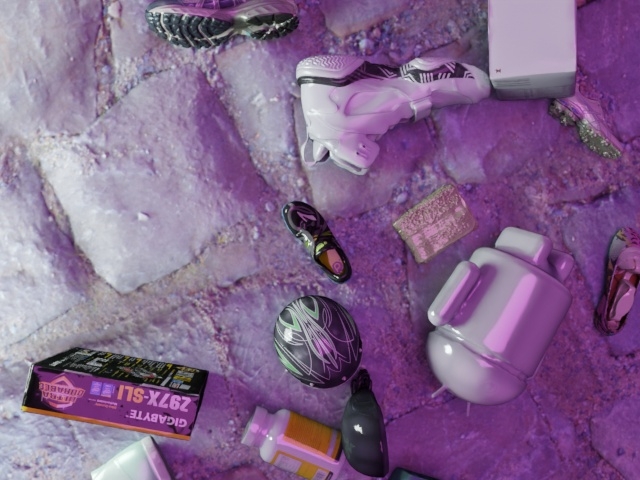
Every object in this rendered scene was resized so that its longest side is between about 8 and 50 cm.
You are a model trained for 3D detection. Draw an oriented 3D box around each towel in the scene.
[{"bbox_3d":[0.225,-0.033,1.524,0.148,0.027,0.110,-33,91,-5],"label":"towel"}]

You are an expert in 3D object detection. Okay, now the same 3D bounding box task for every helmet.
[{"bbox_3d":[-0.005,0.183,1.429,0.169,0.161,0.169,0,89,-5],"label":"helmet"}]

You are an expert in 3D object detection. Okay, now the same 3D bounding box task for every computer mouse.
[{"bbox_3d":[0.070,0.339,1.379,0.072,0.272,0.188,-5,90,-2],"label":"computer mouse"}]

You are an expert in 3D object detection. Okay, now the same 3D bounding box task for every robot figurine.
[{"bbox_3d":[0.325,0.153,1.443,0.300,0.200,0.353,33,85,-28],"label":"robot figurine"}]

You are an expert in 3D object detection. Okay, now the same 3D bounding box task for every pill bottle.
[{"bbox_3d":[-0.048,0.374,1.450,0.184,0.103,0.103,24,86,-4],"label":"pill bottle"}]

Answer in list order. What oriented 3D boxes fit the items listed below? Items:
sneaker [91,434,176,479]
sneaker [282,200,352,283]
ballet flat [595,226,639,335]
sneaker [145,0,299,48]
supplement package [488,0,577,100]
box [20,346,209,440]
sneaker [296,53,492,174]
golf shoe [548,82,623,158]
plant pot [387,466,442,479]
[{"bbox_3d":[-0.319,0.503,1.423,0.151,0.094,0.256,-27,81,-11],"label":"sneaker"},{"bbox_3d":[0.000,0.000,1.476,0.067,0.078,0.188,-37,91,-5],"label":"sneaker"},{"bbox_3d":[0.595,0.081,1.531,0.077,0.079,0.221,17,87,-4],"label":"ballet flat"},{"bbox_3d":[-0.186,-0.441,1.473,0.283,0.110,0.122,-4,71,-8],"label":"sneaker"},{"bbox_3d":[0.393,-0.374,1.443,0.149,0.203,0.194,-1,89,17],"label":"supplement package"},{"bbox_3d":[-0.326,0.248,1.317,0.257,0.322,0.079,13,86,-5],"label":"box"},{"bbox_3d":[0.133,-0.229,1.471,0.366,0.137,0.210,3,89,0],"label":"sneaker"},{"bbox_3d":[0.540,-0.238,1.543,0.176,0.069,0.086,41,79,-4],"label":"golf shoe"},{"bbox_3d":[0.167,0.551,1.440,0.166,0.166,0.234,18,80,-5],"label":"plant pot"}]
